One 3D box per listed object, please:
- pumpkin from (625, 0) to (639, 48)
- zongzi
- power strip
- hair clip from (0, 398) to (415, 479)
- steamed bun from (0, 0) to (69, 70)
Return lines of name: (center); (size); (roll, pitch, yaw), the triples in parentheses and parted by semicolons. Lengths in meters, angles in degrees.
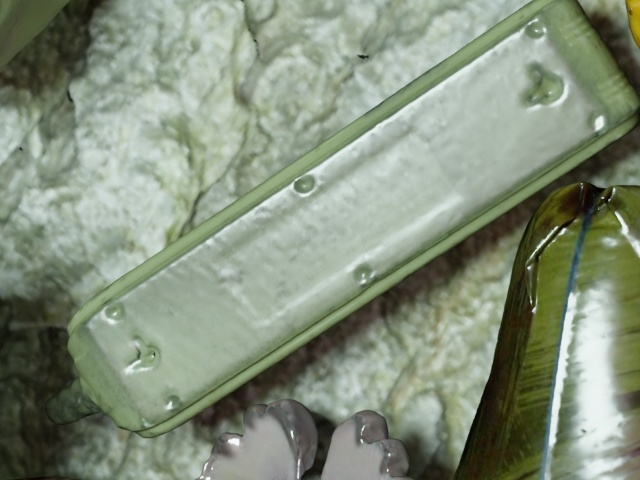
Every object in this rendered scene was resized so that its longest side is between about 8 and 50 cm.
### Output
pumpkin: (0.223, -0.113, 1.047); (0.119, 0.107, 0.183); (-7, 84, 10)
zongzi: (0.099, 0.133, 1.096); (0.300, 0.138, 0.286); (-19, 84, 26)
power strip: (0.000, 0.000, 1.115); (0.387, 0.066, 0.092); (-33, 87, 13)
hair clip: (-0.071, 0.174, 1.153); (0.300, 0.069, 0.173); (3, 86, 28)
steamed bun: (-0.229, -0.255, 1.127); (0.275, 0.206, 0.320); (5, 120, 34)
